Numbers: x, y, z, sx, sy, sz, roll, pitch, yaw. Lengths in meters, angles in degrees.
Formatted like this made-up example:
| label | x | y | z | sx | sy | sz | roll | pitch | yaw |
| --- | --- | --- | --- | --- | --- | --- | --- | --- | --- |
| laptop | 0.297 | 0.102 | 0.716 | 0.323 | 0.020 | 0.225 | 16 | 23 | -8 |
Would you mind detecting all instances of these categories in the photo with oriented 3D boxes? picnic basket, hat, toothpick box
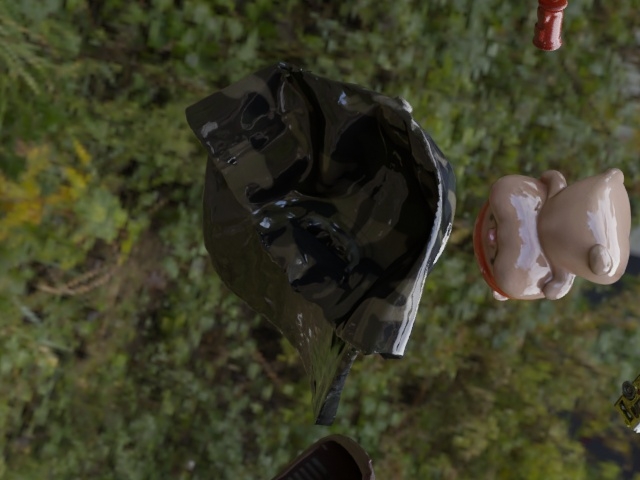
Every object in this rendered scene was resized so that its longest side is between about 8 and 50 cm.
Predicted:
| label | x | y | z | sx | sy | sz | roll | pitch | yaw |
| --- | --- | --- | --- | --- | --- | --- | --- | --- | --- |
| picnic basket | -0.023 | 0.393 | 1.591 | 0.297 | 0.129 | 0.222 | -42 | -164 | -5 |
| hat | 0.018 | 0.009 | 1.384 | 0.257 | 0.366 | 0.382 | -32 | 155 | -3 |
| toothpick box | 0.357 | -0.342 | 2.011 | 0.083 | 0.047 | 0.047 | 89 | 22 | -45 |

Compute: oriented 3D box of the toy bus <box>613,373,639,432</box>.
| label | x | y | z | sx | sy | sz | roll | pitch | yaw |
| --- | --- | --- | --- | --- | --- | --- | --- | --- | --- |
| toy bus | 0.574 | 0.225 | 2.132 | 0.081 | 0.074 | 0.226 | -10 | 145 | -31 |

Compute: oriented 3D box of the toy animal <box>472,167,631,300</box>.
| label | x | y | z | sx | sy | sz | roll | pitch | yaw |
| --- | --- | --- | --- | --- | --- | --- | --- | --- | --- |
| toy animal | 0.282 | -0.007 | 1.603 | 0.171 | 0.197 | 0.171 | 22 | 63 | -50 |
